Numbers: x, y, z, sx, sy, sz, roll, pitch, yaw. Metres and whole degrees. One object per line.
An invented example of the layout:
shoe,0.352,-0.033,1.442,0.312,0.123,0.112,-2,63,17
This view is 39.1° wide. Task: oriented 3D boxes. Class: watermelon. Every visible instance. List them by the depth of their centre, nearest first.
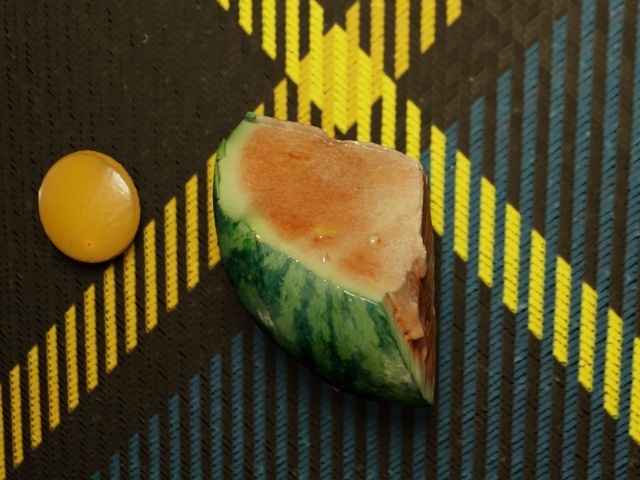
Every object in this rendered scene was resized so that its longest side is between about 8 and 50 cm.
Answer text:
watermelon,-0.009,0.020,0.981,0.292,0.222,0.319,8,93,15

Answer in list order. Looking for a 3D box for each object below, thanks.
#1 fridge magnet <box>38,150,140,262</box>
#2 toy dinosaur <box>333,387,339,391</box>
fridge magnet,-0.290,-0.042,1.139,0.143,0.063,0.143,2,98,16
toy dinosaur,0.081,0.122,1.077,0.058,0.037,0.180,38,98,8
